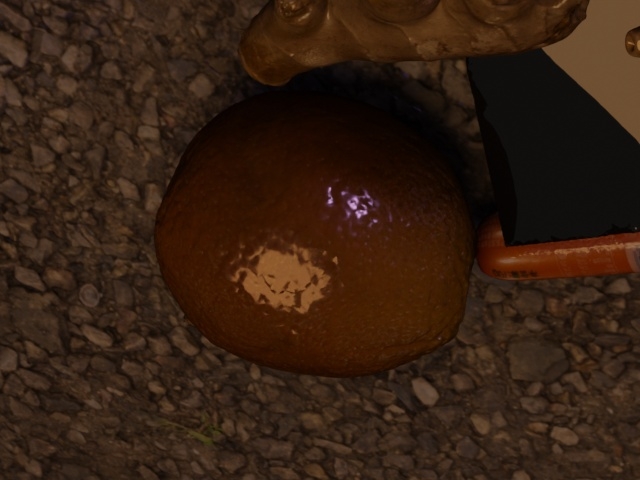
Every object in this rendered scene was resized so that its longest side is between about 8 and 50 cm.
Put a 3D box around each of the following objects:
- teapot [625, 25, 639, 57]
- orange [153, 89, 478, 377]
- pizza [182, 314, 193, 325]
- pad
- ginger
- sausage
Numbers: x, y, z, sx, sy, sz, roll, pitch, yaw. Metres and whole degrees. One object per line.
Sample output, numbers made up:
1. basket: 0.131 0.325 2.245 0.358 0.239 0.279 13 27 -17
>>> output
1. teapot: 0.449 -0.200 1.679 0.311 0.167 0.203 -1 123 3
2. orange: 0.000 0.000 1.927 0.357 0.322 0.322 23 132 -6
3. pizza: -0.102 0.077 2.212 0.178 0.041 0.131 -8 126 26
4. pad: 0.274 -0.171 1.841 0.247 0.007 0.368 -6 111 25
5. ginger: 0.079 -0.222 1.734 0.375 0.236 0.166 -21 98 14
6. sausage: 0.302 -0.003 1.963 0.312 0.093 0.093 -6 125 25
